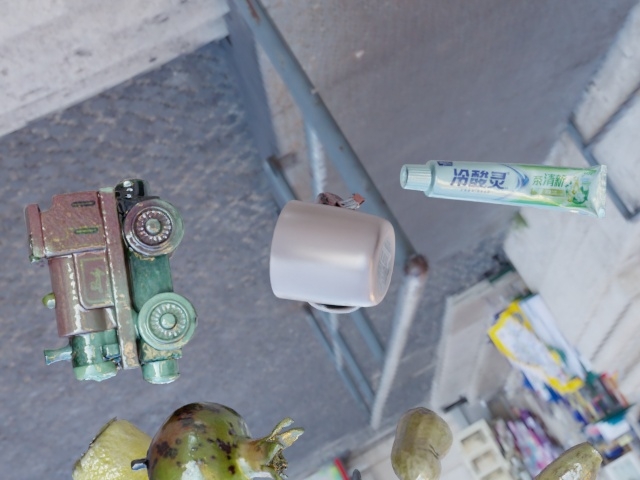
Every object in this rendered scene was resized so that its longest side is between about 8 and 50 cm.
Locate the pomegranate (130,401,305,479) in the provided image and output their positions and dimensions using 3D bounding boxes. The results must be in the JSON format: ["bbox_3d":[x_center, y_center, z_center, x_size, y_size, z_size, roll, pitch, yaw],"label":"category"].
[{"bbox_3d":[-0.129,0.279,1.281,0.220,0.156,0.156,-22,167,38],"label":"pomegranate"}]

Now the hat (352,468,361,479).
[{"bbox_3d":[0.072,0.462,1.764,0.050,0.121,0.121,12,153,1],"label":"hat"}]

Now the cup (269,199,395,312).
[{"bbox_3d":[0.032,0.052,1.934,0.253,0.200,0.191,82,23,-44],"label":"cup"}]

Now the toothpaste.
[{"bbox_3d":[0.252,-0.076,1.350,0.296,0.075,0.048,3,-179,-15],"label":"toothpaste"}]

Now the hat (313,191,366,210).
[{"bbox_3d":[-0.002,-0.003,2.098,0.227,0.129,0.140,-50,-168,16],"label":"hat"}]

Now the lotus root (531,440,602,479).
[{"bbox_3d":[0.420,0.471,1.841,0.258,0.097,0.110,-55,175,9],"label":"lotus root"}]

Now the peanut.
[{"bbox_3d":[0.202,0.415,1.998,0.236,0.120,0.110,-69,169,-68],"label":"peanut"}]

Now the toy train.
[{"bbox_3d":[-0.299,0.065,1.451,0.221,0.305,0.150,-9,173,-14],"label":"toy train"}]

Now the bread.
[{"bbox_3d":[-0.407,0.472,2.035,0.197,0.170,0.197,-48,175,-6],"label":"bread"}]
